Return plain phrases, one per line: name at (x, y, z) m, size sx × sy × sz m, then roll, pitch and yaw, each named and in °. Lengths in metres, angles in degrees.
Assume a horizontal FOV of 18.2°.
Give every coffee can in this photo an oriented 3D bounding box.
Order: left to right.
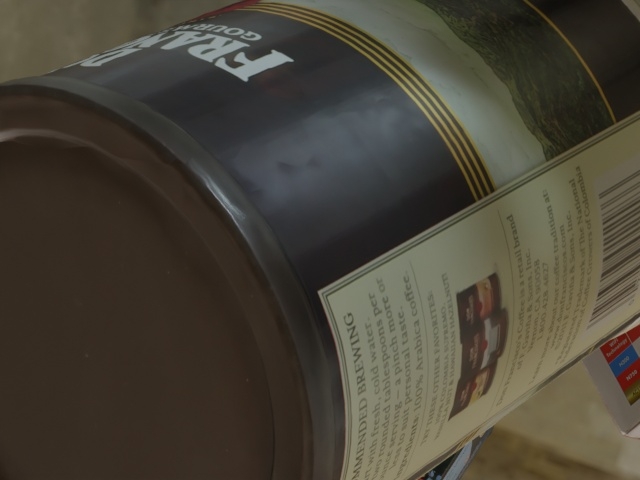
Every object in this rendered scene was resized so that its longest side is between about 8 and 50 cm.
coffee can at (0.000, 0.000, 0.780) m, size 0.275 × 0.201 × 0.201 m, roll -28°, pitch 130°, yaw -47°

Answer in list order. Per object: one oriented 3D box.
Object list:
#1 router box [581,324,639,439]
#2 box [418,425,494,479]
router box at (0.243, -0.101, 1.129) m, size 0.082 × 0.301 × 0.335 m, roll 11°, pitch 134°, yaw -45°
box at (-0.043, 0.092, 1.056) m, size 0.159 × 0.233 × 0.044 m, roll -53°, pitch 160°, yaw -34°
